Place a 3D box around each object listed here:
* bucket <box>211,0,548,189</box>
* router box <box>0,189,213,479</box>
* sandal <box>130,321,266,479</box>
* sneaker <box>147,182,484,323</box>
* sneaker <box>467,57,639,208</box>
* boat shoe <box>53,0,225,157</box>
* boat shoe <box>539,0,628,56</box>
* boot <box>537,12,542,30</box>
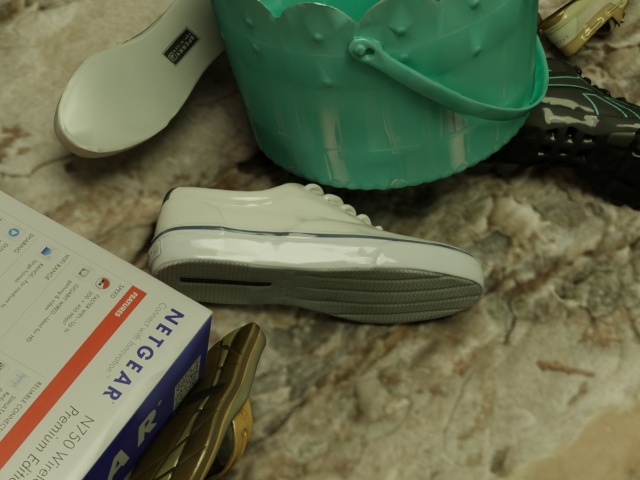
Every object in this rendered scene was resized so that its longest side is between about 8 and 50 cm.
[{"bbox_3d":[0.047,-0.183,1.122,0.281,0.183,0.281,-6,41,5],"label":"bucket"},{"bbox_3d":[-0.285,0.109,0.931,0.301,0.082,0.335,29,54,12],"label":"router box"},{"bbox_3d":[-0.075,0.133,1.010,0.049,0.072,0.180,49,43,-22],"label":"sandal"},{"bbox_3d":[0.000,0.000,1.093,0.258,0.094,0.091,8,57,-11],"label":"sneaker"},{"bbox_3d":[0.226,-0.105,1.222,0.267,0.101,0.106,13,53,-8],"label":"sneaker"},{"bbox_3d":[-0.140,-0.129,1.155,0.078,0.070,0.219,47,51,-6],"label":"boat shoe"},{"bbox_3d":[0.258,-0.212,1.338,0.135,0.050,0.045,-34,96,-31],"label":"boat shoe"},{"bbox_3d":[0.167,-0.245,1.287,0.106,0.114,0.037,22,55,0],"label":"boot"}]
